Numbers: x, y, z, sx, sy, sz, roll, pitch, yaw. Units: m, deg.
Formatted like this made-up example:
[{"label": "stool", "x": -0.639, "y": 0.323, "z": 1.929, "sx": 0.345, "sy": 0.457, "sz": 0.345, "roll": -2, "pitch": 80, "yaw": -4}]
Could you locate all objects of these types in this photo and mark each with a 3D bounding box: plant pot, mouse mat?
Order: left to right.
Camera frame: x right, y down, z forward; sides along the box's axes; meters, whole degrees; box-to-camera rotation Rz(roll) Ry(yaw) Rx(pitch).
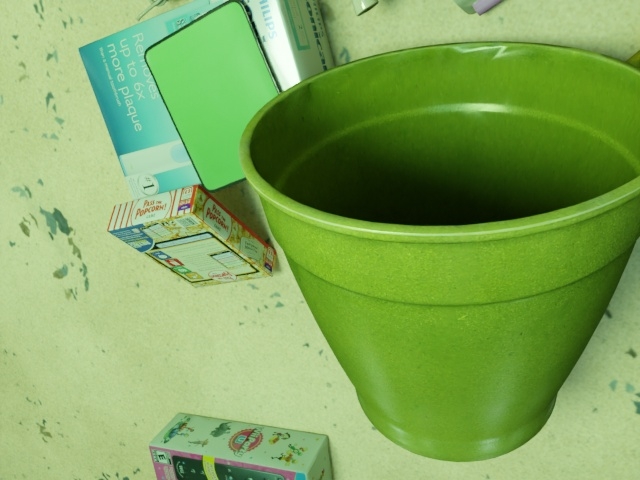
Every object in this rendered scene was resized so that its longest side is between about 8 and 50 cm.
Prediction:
[{"label": "mouse mat", "x": -0.115, "y": -0.162, "z": 0.679, "sx": 0.152, "sy": 0.007, "sz": 0.190, "roll": -17, "pitch": 102, "yaw": 27}, {"label": "plant pot", "x": 0.133, "y": 0.030, "z": 0.602, "sx": 0.366, "sy": 0.366, "sz": 0.353, "roll": 5, "pitch": 127, "yaw": 21}]

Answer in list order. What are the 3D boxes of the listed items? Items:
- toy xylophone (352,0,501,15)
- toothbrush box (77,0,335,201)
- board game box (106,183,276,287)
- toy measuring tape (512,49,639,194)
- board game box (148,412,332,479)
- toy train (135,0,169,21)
[{"label": "toy xylophone", "x": 0.099, "y": -0.386, "z": 0.603, "sx": 0.236, "sy": 0.081, "sz": 0.323, "roll": -19, "pitch": 100, "yaw": 28}, {"label": "toothbrush box", "x": -0.131, "y": -0.187, "z": 0.752, "sx": 0.295, "sy": 0.126, "sz": 0.217, "roll": -9, "pitch": 106, "yaw": 24}, {"label": "board game box", "x": -0.175, "y": 0.003, "z": 0.819, "sx": 0.146, "sy": 0.045, "sz": 0.193, "roll": -10, "pitch": 148, "yaw": 25}, {"label": "toy measuring tape", "x": 0.328, "y": -0.150, "z": 0.575, "sx": 0.121, "sy": 0.121, "sz": 0.330, "roll": 47, "pitch": 120, "yaw": 1}, {"label": "board game box", "x": -0.128, "y": 0.436, "z": 0.999, "sx": 0.303, "sy": 0.097, "sz": 0.224, "roll": -1, "pitch": 109, "yaw": 22}, {"label": "toy train", "x": -0.183, "y": -0.406, "z": 0.712, "sx": 0.248, "sy": 0.105, "sz": 0.144, "roll": -28, "pitch": 86, "yaw": 29}]
